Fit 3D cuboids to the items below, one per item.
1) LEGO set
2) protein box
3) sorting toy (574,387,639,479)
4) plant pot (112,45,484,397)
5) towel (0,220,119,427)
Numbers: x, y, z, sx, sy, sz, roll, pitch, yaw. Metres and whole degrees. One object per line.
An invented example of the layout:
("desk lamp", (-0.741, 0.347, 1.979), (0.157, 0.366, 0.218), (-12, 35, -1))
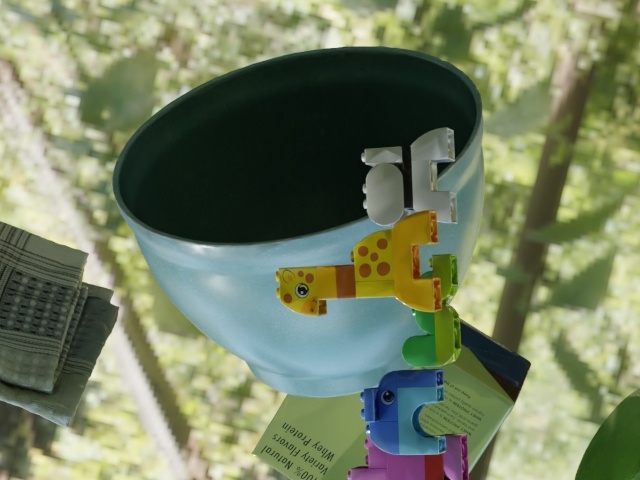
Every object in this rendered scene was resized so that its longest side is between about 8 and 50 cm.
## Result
("LEGO set", (0.028, 0.048, 1.018), (0.093, 0.227, 0.087), (-3, 177, 16))
("protein box", (0.075, 0.172, 1.809), (0.200, 0.201, 0.136), (32, -161, 5))
("sorting toy", (0.317, 0.187, 1.510), (0.126, 0.365, 0.127), (35, -168, -10))
("plant pot", (0.000, 0.000, 1.410), (0.293, 0.196, 0.293), (-10, -148, 6))
("towel", (-0.375, 0.051, 1.879), (0.324, 0.056, 0.312), (25, -159, -9))
